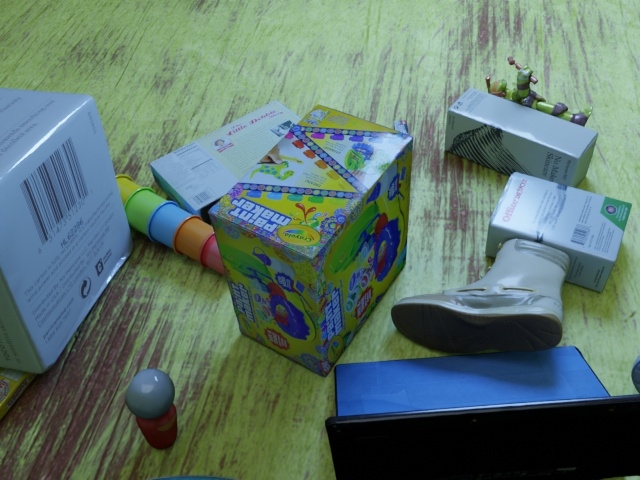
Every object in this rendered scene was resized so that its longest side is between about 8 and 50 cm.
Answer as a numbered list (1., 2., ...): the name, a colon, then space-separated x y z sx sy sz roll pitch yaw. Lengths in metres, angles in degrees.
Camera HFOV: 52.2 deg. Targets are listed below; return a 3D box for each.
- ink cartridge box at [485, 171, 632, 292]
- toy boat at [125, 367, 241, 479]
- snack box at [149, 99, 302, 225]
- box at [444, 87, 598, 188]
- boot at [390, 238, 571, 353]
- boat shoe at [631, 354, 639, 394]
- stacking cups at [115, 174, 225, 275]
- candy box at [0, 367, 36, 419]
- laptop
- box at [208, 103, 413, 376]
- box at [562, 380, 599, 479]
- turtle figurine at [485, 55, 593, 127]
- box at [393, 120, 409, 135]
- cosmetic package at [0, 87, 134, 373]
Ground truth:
1. ink cartridge box: 0.410 -0.019 1.138 0.208 0.087 0.153 20 52 21
2. toy boat: -0.206 0.323 0.829 0.267 0.148 0.318 -8 45 -11
3. snack box: -0.163 -0.165 1.346 0.322 0.060 0.187 -32 53 -22
4. box: 0.387 -0.195 1.289 0.275 0.113 0.094 28 56 29
5. boot: 0.262 0.082 1.055 0.262 0.095 0.203 -3 32 29
6. boat shoe: 0.577 0.239 0.888 0.302 0.109 0.094 33 42 20
7. stacking cups: -0.271 -0.025 1.203 0.316 0.096 0.096 25 54 26
8. candy box: -0.507 0.202 1.061 0.105 0.027 0.206 15 50 18
9. laptop: 0.201 0.167 0.795 0.382 0.408 0.236 -5 56 2
10. box: 0.000 0.000 1.022 0.177 0.290 0.279 24 54 24
11. box: 0.318 0.279 0.906 0.225 0.036 0.136 -16 48 -11
12. turtle figurine: 0.432 -0.281 1.327 0.217 0.269 0.087 24 89 8
13. box: 0.155 -0.146 1.246 0.027 0.137 0.094 -4 48 2
14. cosmetic package: -0.578 -0.037 1.062 0.393 0.327 0.329 7 40 12
